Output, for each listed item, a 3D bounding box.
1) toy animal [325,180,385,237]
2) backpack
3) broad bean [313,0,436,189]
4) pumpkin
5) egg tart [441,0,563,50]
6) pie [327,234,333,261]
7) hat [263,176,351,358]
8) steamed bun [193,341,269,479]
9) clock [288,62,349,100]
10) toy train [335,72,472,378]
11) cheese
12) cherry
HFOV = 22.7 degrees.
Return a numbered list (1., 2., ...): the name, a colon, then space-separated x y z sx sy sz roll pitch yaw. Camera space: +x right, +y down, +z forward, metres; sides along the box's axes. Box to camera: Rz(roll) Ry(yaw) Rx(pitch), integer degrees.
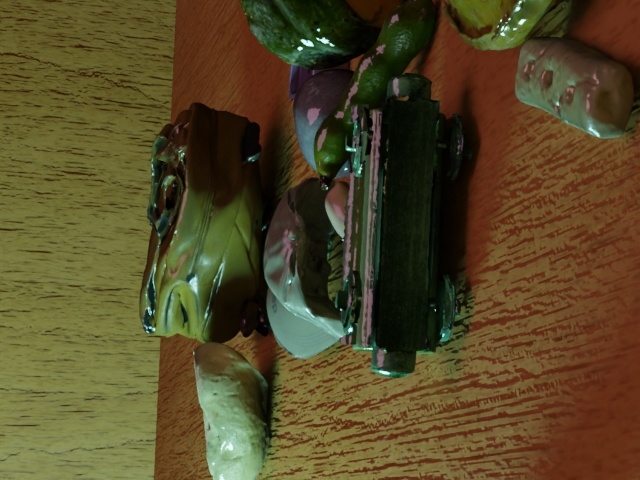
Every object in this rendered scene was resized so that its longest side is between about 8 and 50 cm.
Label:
1. toy animal: 0.060 -0.019 1.812 0.114 0.082 0.091 55 174 49
2. backpack: -0.179 -0.024 2.521 0.378 0.201 0.354 105 164 -47
3. broad bean: 0.054 -0.170 1.782 0.256 0.052 0.053 -58 32 24
4. pumpkin: 0.033 -0.324 1.891 0.139 0.190 0.280 -28 12 48
5. egg tart: 0.130 -0.384 1.381 0.443 0.178 0.443 -177 90 -78
6. pie: 0.000 0.000 2.149 0.084 0.020 0.084 -176 90 -77
7. hat: -0.043 0.041 2.043 0.244 0.149 0.214 -31 53 45
8. steamed bun: -0.130 0.252 2.425 0.231 0.110 0.212 -104 5 -46
9. clock: -0.001 -0.243 2.163 0.152 0.050 0.110 -170 84 -76
10. toy train: 0.070 -0.014 1.630 0.189 0.126 0.308 163 111 -76
11. cheese: 0.204 -0.128 1.289 0.194 0.043 0.065 -128 49 -73
12. cherry: 0.016 -0.117 1.913 0.148 0.115 0.188 24 127 32
